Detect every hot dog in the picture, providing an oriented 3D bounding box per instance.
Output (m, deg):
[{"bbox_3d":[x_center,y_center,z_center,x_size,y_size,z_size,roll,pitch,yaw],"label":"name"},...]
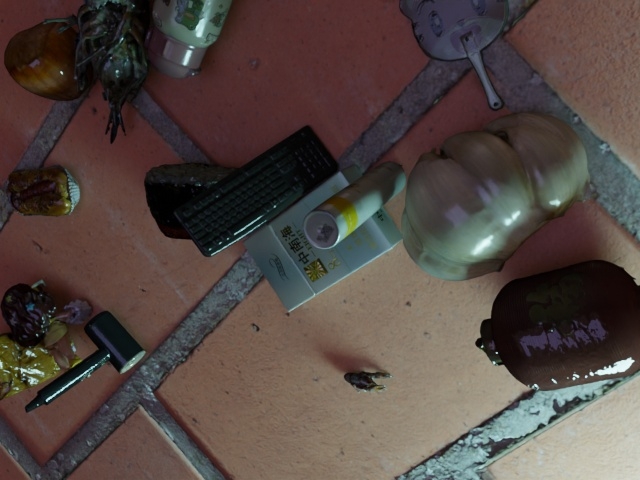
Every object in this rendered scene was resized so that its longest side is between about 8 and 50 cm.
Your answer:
[{"bbox_3d":[-0.584,-0.101,1.432,0.191,0.059,0.108,-1,101,29],"label":"hot dog"}]

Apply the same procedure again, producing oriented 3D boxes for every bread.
[{"bbox_3d":[-0.714,0.280,1.564,0.158,0.149,0.143,-14,96,29],"label":"bread"}]

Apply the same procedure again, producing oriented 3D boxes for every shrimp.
[{"bbox_3d":[0.083,0.255,1.226,0.092,0.038,0.029,-9,144,28],"label":"shrimp"},{"bbox_3d":[-0.381,-0.346,1.196,0.172,0.137,0.372,13,108,-7],"label":"shrimp"}]

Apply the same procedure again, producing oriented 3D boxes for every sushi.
[{"bbox_3d":[-0.211,-0.073,1.210,0.225,0.136,0.126,4,108,37],"label":"sushi"}]

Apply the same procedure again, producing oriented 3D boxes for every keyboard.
[{"bbox_3d":[-0.142,-0.053,1.094,0.381,0.041,0.103,-37,88,-13],"label":"keyboard"}]

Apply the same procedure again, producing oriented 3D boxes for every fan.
[{"bbox_3d":[0.215,-0.295,1.004,0.153,0.008,0.226,-21,95,29],"label":"fan"}]

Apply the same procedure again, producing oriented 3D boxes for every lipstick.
[{"bbox_3d":[0.057,-0.058,1.010,0.059,0.264,0.059,10,114,24],"label":"lipstick"}]

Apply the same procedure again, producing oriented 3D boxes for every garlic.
[{"bbox_3d":[0.221,-0.071,0.974,0.281,0.185,0.203,-48,63,31],"label":"garlic"}]

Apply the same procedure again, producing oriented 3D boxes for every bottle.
[{"bbox_3d":[-0.210,-0.388,1.120,0.120,0.120,0.253,36,117,12],"label":"bottle"}]

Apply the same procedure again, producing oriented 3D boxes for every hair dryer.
[{"bbox_3d":[-0.496,0.253,1.392,0.128,0.255,0.070,49,140,8],"label":"hair dryer"}]

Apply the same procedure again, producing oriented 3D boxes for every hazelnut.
[{"bbox_3d":[-0.503,-0.334,1.285,0.150,0.150,0.150,8,109,24],"label":"hazelnut"}]

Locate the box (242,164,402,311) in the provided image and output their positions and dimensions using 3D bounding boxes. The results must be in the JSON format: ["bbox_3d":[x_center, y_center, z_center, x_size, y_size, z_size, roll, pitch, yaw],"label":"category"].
[{"bbox_3d":[0.000,0.000,1.168,0.243,0.067,0.155,-35,87,30],"label":"box"}]

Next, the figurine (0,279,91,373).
[{"bbox_3d":[-0.595,0.190,1.493,0.240,0.116,0.174,41,119,9],"label":"figurine"}]

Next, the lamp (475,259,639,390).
[{"bbox_3d":[0.352,0.118,0.981,0.258,0.180,0.180,-18,98,31],"label":"lamp"}]
